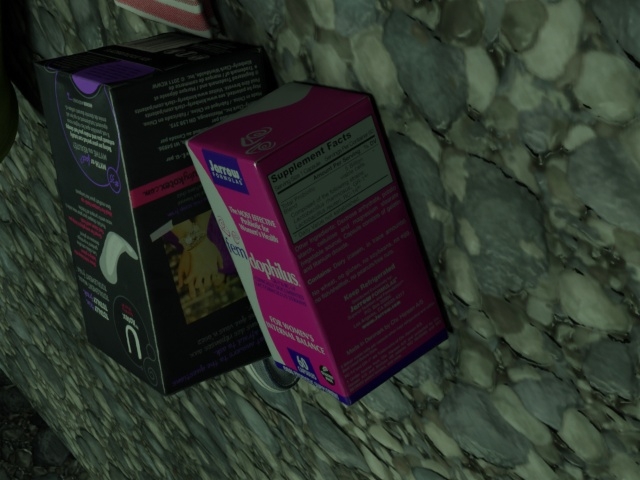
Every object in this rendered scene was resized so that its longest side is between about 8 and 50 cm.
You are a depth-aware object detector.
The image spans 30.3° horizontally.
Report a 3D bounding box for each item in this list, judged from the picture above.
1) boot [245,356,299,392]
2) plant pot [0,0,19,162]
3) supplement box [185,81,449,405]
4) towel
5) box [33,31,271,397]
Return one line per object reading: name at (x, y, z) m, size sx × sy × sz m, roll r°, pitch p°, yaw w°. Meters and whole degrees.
boot at (-0.040, 0.083, 1.148) m, size 0.086 × 0.069 × 0.190 m, roll 30°, pitch 143°, yaw 49°
plant pot at (-0.479, -0.236, 1.391) m, size 0.276 × 0.276 × 0.254 m, roll 49°, pitch 143°, yaw 16°
supplement box at (0.000, 0.000, 0.927) m, size 0.111 × 0.114 × 0.220 m, roll 19°, pitch 135°, yaw 55°
towel at (-0.149, -0.267, 0.981) m, size 0.144 × 0.029 × 0.197 m, roll 28°, pitch 144°, yaw 42°
box at (-0.131, -0.030, 1.027) m, size 0.165 × 0.143 × 0.270 m, roll 23°, pitch 125°, yaw 52°
